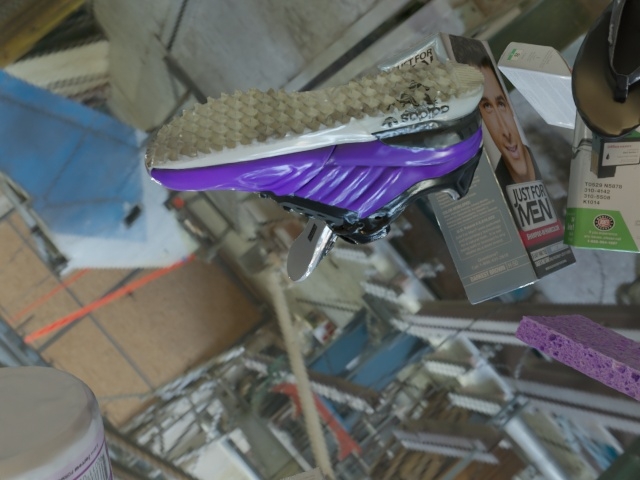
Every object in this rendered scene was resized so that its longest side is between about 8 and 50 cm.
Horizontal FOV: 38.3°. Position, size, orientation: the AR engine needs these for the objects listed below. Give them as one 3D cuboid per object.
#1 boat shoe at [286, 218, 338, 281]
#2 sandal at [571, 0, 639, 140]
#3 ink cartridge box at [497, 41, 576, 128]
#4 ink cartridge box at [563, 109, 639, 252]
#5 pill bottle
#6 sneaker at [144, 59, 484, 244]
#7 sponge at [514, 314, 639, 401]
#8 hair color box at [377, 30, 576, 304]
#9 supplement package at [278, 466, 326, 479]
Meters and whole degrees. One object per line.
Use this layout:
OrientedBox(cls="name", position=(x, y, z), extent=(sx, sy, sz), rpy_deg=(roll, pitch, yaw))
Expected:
OrientedBox(cls="boat shoe", position=(0.000, 0.000, 1.175), extent=(0.049, 0.040, 0.142), rpy_deg=(60, 136, 35))
OrientedBox(cls="sandal", position=(0.323, -0.221, 0.903), extent=(0.097, 0.254, 0.054), rpy_deg=(29, -164, 17))
OrientedBox(cls="ink cartridge box", position=(0.408, -0.226, 1.417), extent=(0.225, 0.056, 0.181), rpy_deg=(20, 169, 48))
OrientedBox(cls="ink cartridge box", position=(0.403, -0.095, 1.166), extent=(0.160, 0.219, 0.092), rpy_deg=(4, -177, 8))
OrientedBox(cls="pill bottle", position=(-0.254, 0.275, 0.795), extent=(0.169, 0.169, 0.301), rpy_deg=(34, 133, 55))
OrientedBox(cls="sneaker", position=(0.001, -0.055, 0.796), extent=(0.102, 0.293, 0.146), rpy_deg=(-97, -2, -56))
OrientedBox(cls="sponge", position=(0.314, 0.128, 0.941), extent=(0.117, 0.031, 0.210), rpy_deg=(5, -164, -43))
OrientedBox(cls="hair color box", position=(0.235, -0.110, 1.363), extent=(0.185, 0.114, 0.374), rpy_deg=(-12, -101, -58))
OrientedBox(cls="supplement package", position=(-0.031, 0.467, 1.128), extent=(0.293, 0.175, 0.177), rpy_deg=(-109, 1, -46))
